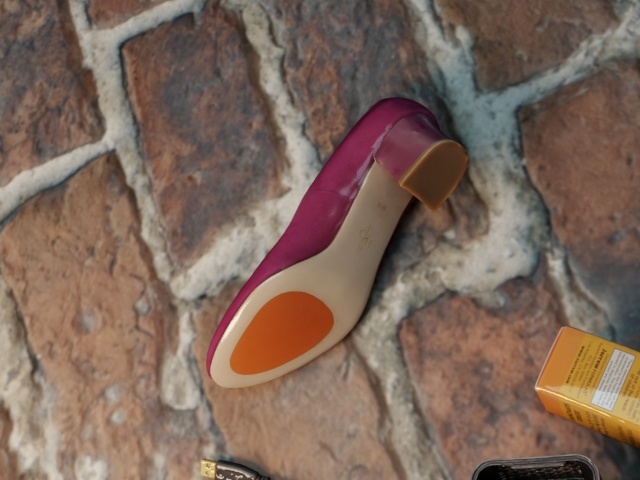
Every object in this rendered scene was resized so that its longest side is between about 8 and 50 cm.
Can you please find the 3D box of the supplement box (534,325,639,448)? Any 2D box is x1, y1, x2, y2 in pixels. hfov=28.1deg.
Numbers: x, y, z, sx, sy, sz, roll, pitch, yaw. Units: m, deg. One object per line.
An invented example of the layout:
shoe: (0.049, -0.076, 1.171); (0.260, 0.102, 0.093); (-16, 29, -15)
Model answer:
supplement box: (0.330, 0.164, 1.228); (0.233, 0.078, 0.080); (19, 73, 27)

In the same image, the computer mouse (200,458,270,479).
computer mouse: (-0.160, 0.311, 1.337); (0.262, 0.060, 0.184); (4, 67, 20)

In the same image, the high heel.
high heel: (0.000, 0.000, 1.433); (0.377, 0.127, 0.181); (-42, 31, 1)

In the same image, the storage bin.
storage bin: (0.210, 0.301, 1.200); (0.122, 0.084, 0.180); (-7, 62, 16)
